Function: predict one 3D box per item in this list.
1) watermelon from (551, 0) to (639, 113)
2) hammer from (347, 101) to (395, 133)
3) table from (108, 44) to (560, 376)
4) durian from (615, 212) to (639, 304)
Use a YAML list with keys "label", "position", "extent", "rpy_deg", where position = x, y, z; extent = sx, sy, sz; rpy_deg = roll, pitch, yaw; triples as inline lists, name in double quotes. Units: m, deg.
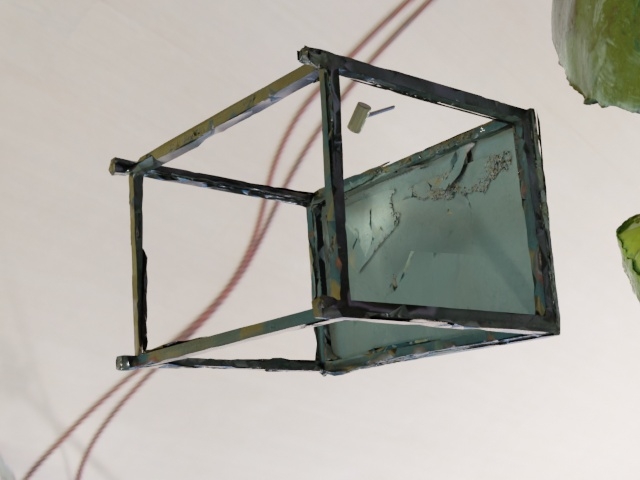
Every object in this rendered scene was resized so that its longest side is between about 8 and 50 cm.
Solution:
- label: "watermelon"
  position: [0.366, -0.282, 1.032]
  extent: [0.302, 0.264, 0.151]
  rpy_deg: [-26, 121, 5]
- label: "hammer"
  position: [0.070, -0.161, 1.291]
  extent: [0.110, 0.019, 0.035]
  rpy_deg: [-25, 144, -57]
- label: "table"
  position: [0.000, 0.000, 0.969]
  extent: [0.272, 0.222, 0.335]
  rpy_deg: [7, 162, -38]
- label: "durian"
  position: [0.428, 0.048, 1.147]
  extent: [0.139, 0.250, 0.101]
  rpy_deg: [-45, 130, 13]
